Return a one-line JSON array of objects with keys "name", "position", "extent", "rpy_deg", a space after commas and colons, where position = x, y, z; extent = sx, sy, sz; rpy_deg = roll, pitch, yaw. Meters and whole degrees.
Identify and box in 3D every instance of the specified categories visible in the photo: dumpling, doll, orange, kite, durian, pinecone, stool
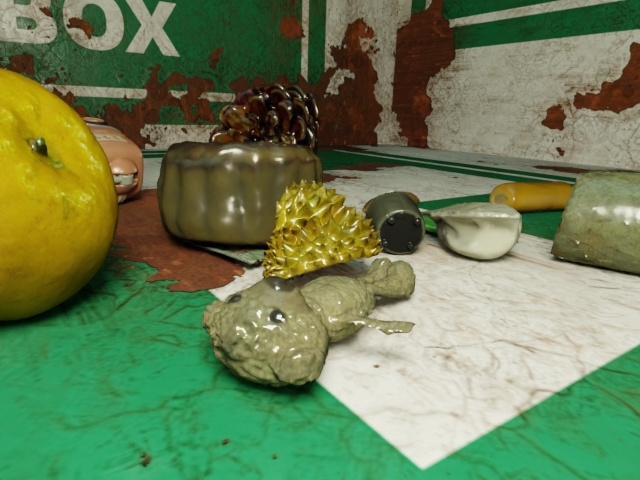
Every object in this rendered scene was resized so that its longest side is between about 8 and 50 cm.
[{"name": "dumpling", "position": [0.245, -0.021, 0.765], "extent": [0.150, 0.093, 0.176], "rpy_deg": [9, 16, 1]}, {"name": "doll", "position": [0.020, 0.065, 0.472], "extent": [0.285, 0.091, 0.202], "rpy_deg": [0, 18, -30]}, {"name": "orange", "position": [-0.359, -0.044, 0.492], "extent": [0.235, 0.279, 0.279], "rpy_deg": [-24, 7, 19]}, {"name": "kite", "position": [-0.125, -0.001, 0.810], "extent": [0.267, 0.013, 0.323], "rpy_deg": [2, 14, 2]}, {"name": "durian", "position": [0.002, 0.001, 0.632], "extent": [0.182, 0.132, 0.165], "rpy_deg": [17, 21, -42]}, {"name": "pinecone", "position": [-0.129, -0.224, 1.079], "extent": [0.241, 0.299, 0.296], "rpy_deg": [25, 14, -3]}, {"name": "stool", "position": [0.129, -0.029, 0.793], "extent": [0.096, 0.096, 0.110], "rpy_deg": [1, 21, -3]}]

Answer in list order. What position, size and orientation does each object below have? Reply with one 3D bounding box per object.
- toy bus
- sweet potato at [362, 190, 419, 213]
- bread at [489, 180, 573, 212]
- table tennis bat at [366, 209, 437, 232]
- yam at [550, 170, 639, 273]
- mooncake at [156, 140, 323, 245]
[{"name": "toy bus", "position": [-0.544, -0.161, 1.060], "extent": [0.232, 0.194, 0.287], "rpy_deg": [25, 25, 28]}, {"name": "sweet potato", "position": [0.156, -0.084, 1.064], "extent": [0.065, 0.051, 0.218], "rpy_deg": [19, 23, 41]}, {"name": "bread", "position": [0.540, -0.111, 1.166], "extent": [0.239, 0.074, 0.092], "rpy_deg": [-4, 11, -22]}, {"name": "table tennis bat", "position": [0.220, -0.039, 0.947], "extent": [0.256, 0.039, 0.160], "rpy_deg": [8, 17, 4]}, {"name": "yam", "position": [0.500, -0.022, 0.694], "extent": [0.267, 0.161, 0.161], "rpy_deg": [10, 17, 36]}, {"name": "mooncake", "position": [-0.135, -0.091, 0.817], "extent": [0.290, 0.162, 0.290], "rpy_deg": [1, 11, 0]}]
